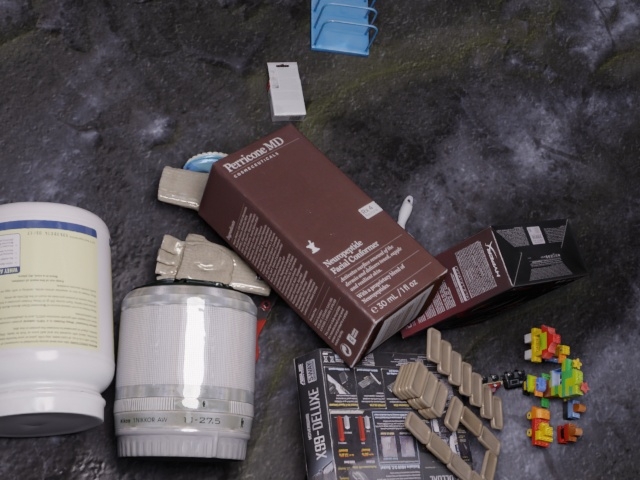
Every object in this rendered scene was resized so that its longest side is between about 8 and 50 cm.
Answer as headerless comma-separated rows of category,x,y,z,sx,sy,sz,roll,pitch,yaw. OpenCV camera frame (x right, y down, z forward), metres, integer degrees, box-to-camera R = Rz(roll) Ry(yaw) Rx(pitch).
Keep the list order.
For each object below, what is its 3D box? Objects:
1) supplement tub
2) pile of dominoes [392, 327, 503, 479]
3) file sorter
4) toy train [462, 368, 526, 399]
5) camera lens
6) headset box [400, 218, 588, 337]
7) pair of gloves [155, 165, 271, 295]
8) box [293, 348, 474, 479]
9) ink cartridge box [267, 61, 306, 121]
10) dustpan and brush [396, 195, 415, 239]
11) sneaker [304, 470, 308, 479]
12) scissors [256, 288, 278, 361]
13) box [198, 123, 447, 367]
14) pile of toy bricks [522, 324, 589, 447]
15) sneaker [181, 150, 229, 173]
supplement tub,-0.441,0.126,1.606,0.235,0.235,0.325,0,69,-15
pile of dominoes,0.219,0.292,1.743,0.251,0.040,0.196,46,47,-27
file sorter,0.048,-0.467,2.039,0.118,0.104,0.170,5,69,-13
toy train,0.301,0.261,1.868,0.158,0.027,0.036,-7,82,-18
camera lens,-0.212,0.207,1.636,0.219,0.219,0.274,5,75,-13
headset box,0.272,0.071,1.783,0.218,0.293,0.110,-5,71,-43
pair of gloves,-0.181,-0.016,1.779,0.204,0.042,0.240,5,61,-15
box,0.112,0.308,1.710,0.307,0.076,0.242,7,67,-37
ink cartridge box,-0.068,-0.284,1.979,0.063,0.029,0.115,-4,69,-16
dustpan and brush,0.141,0.003,1.915,0.147,0.060,0.211,27,71,-12
sneaker,0.043,0.354,1.730,0.097,0.084,0.234,21,65,-8
scissors,-0.100,0.135,1.815,0.109,0.021,0.297,45,64,8
box,0.000,0.000,1.695,0.381,0.143,0.191,43,50,18
pile of toy bricks,0.433,0.260,1.844,0.118,0.105,0.212,15,66,-26
sneaker,-0.171,-0.115,1.868,0.162,0.063,0.073,5,71,-13
